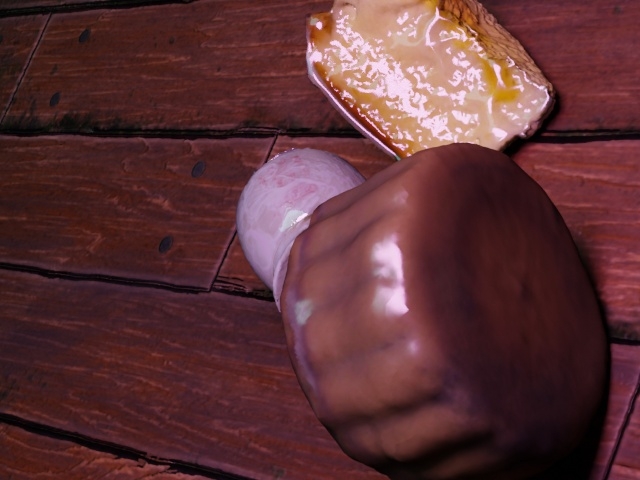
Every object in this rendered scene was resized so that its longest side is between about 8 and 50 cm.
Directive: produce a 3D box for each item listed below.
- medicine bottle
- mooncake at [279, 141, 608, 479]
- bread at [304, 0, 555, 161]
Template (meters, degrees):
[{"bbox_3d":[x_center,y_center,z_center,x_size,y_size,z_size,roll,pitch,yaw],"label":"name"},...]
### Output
[{"bbox_3d":[0.000,0.000,1.907,0.147,0.147,0.143,-48,39,13],"label":"medicine bottle"},{"bbox_3d":[0.105,0.073,1.609,0.161,0.290,0.290,-26,46,38],"label":"mooncake"},{"bbox_3d":[0.114,-0.172,1.912,0.251,0.133,0.174,43,107,10],"label":"bread"}]
